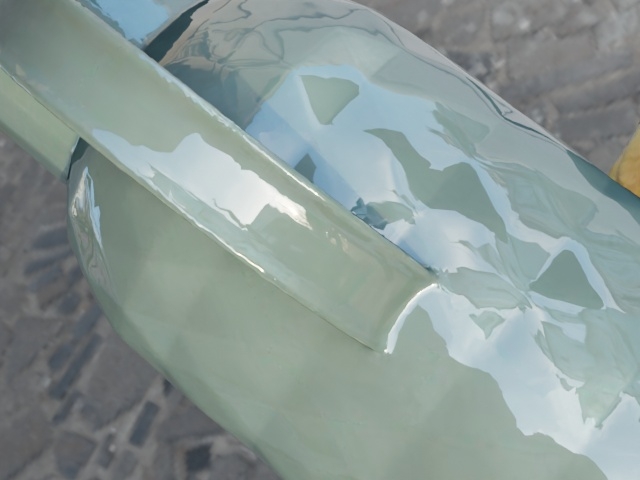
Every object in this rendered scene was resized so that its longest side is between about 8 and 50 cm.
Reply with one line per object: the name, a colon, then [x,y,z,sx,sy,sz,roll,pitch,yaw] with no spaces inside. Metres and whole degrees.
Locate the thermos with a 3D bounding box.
thermos: [0.000,0.000,0.406,0.286,0.182,0.145,37,94,6]

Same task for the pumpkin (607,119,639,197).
pumpkin: [0.228,-0.037,0.570,0.317,0.139,0.222,-64,16,-20]
